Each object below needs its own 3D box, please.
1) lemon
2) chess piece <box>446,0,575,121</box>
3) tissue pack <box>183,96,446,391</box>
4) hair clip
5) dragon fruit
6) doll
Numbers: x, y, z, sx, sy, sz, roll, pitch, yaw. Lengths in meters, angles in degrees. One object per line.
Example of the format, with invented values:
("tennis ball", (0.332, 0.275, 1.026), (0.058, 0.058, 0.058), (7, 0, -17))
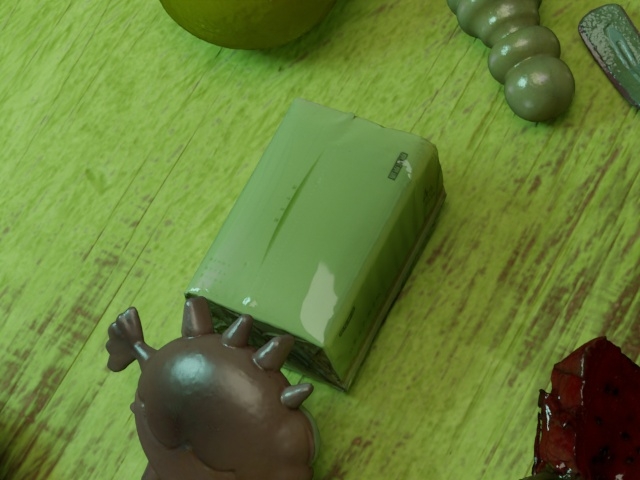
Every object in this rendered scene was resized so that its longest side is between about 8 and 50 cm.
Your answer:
("lemon", (-0.072, -0.291, 1.675), (0.244, 0.187, 0.187), (-8, 61, 16))
("chess piece", (0.197, -0.193, 1.616), (0.094, 0.094, 0.170), (-21, 68, 3))
("tissue pack", (0.000, 0.000, 1.534), (0.159, 0.125, 0.234), (21, 69, 23))
("hair clip", (0.308, -0.180, 1.609), (0.054, 0.022, 0.137), (-29, 60, -3))
("dragon fruit", (0.227, 0.191, 1.424), (0.092, 0.122, 0.192), (-12, 55, 55))
("doll", (-0.098, 0.160, 1.460), (0.262, 0.093, 0.211), (35, 113, 23))
